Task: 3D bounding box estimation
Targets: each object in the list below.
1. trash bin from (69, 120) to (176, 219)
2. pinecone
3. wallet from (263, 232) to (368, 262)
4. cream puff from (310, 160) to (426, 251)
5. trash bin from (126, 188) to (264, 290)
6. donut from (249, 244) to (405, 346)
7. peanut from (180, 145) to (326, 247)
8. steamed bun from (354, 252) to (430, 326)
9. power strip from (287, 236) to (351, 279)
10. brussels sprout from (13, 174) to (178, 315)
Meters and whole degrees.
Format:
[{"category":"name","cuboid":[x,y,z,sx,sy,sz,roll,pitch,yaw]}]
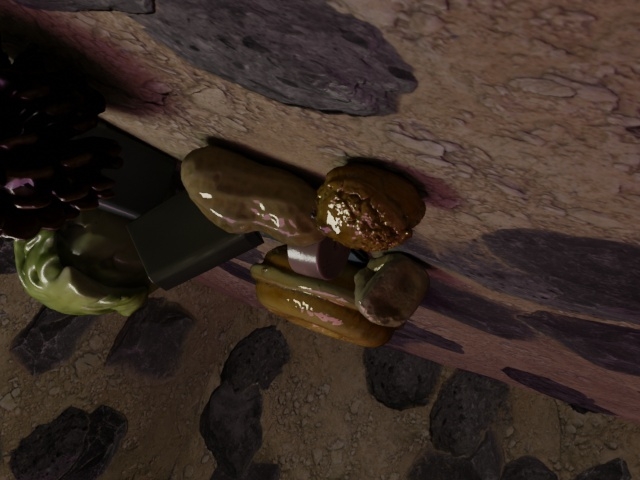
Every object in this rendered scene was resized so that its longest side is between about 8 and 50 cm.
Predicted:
[{"category":"trash bin","cuboid":[-0.453,-0.149,1.653,0.236,0.177,0.101,23,169,-26]},{"category":"pinecone","cuboid":[-0.559,-0.180,1.313,0.397,0.398,0.398,21,169,4]},{"category":"wallet","cuboid":[-0.033,-0.012,1.792,0.251,0.054,0.290,19,170,23]},{"category":"cream puff","cuboid":[0.072,-0.048,1.248,0.189,0.130,0.189,20,165,6]},{"category":"trash bin","cuboid":[-0.265,-0.016,1.612,0.164,0.240,0.122,61,180,18]},{"category":"donut","cuboid":[0.018,0.149,2.051,0.448,0.198,0.449,19,171,3]},{"category":"peanut","cuboid":[-0.121,-0.078,1.437,0.313,0.152,0.152,19,168,3]},{"category":"steamed bun","cuboid":[0.149,0.101,1.763,0.141,0.172,0.155,40,180,-25]},{"category":"power strip","cuboid":[0.000,0.000,1.545,0.078,0.154,0.154,13,166,29]},{"category":"brussels sprout","cuboid":[-0.532,0.021,1.854,0.342,0.425,0.361,43,140,-1]}]
